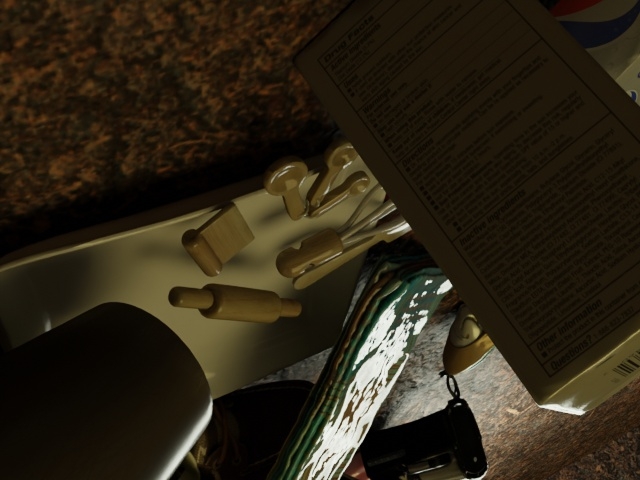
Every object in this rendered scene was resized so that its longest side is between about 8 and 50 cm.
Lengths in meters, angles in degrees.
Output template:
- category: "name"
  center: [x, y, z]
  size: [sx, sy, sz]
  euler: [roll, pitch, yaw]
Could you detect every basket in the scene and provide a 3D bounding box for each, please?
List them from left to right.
- category: "basket"
  center: [-0.191, 0.153, 0.593]
  size: [0.154, 0.204, 0.227]
  euler: [-5, -153, 38]

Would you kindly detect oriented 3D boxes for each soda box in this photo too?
- category: "soda box"
  center: [0.256, -0.173, 0.736]
  size: [0.286, 0.091, 0.098]
  euler: [-47, 150, 14]

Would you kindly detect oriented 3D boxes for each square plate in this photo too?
- category: "square plate"
  center: [-0.114, 0.058, 0.798]
  size: [0.347, 0.049, 0.344]
  euler: [-20, 149, -23]

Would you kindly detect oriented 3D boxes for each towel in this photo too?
- category: "towel"
  center: [0.037, 0.180, 0.969]
  size: [0.370, 0.040, 0.271]
  euler: [-63, 161, 11]

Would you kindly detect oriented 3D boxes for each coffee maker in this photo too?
- category: "coffee maker"
  center: [0.164, 0.329, 1.429]
  size: [0.178, 0.171, 0.120]
  euler: [-24, 139, 30]

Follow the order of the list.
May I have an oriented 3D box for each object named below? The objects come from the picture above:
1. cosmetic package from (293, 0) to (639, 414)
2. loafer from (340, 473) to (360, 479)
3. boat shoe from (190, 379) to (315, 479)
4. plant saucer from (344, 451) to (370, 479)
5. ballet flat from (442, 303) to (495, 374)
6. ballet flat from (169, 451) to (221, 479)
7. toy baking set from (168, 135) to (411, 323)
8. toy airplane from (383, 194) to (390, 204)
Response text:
- category: "cosmetic package"
  center: [0.133, -0.054, 0.595]
  size: [0.160, 0.309, 0.113]
  euler: [-40, 151, 15]
- category: "loafer"
  center: [0.061, 0.421, 1.369]
  size: [0.096, 0.267, 0.084]
  euler: [-66, 180, -55]
- category: "boat shoe"
  center: [-0.136, 0.232, 0.966]
  size: [0.342, 0.123, 0.123]
  euler: [-14, 158, -20]
- category: "plant saucer"
  center: [0.092, 0.484, 1.649]
  size: [0.332, 0.084, 0.332]
  euler: [-25, 151, -15]
- category: "ballet flat"
  center: [0.234, 0.094, 1.206]
  size: [0.073, 0.080, 0.232]
  euler: [30, 114, -29]
- category: "ballet flat"
  center: [-0.192, 0.194, 0.778]
  size: [0.106, 0.107, 0.316]
  euler: [-57, 143, -11]
- category: "toy baking set"
  center: [-0.005, 0.004, 0.738]
  size: [0.197, 0.030, 0.256]
  euler: [-43, 150, 18]
- category: "toy airplane"
  center: [0.103, -0.075, 0.829]
  size: [0.151, 0.028, 0.151]
  euler: [-26, 153, -15]
